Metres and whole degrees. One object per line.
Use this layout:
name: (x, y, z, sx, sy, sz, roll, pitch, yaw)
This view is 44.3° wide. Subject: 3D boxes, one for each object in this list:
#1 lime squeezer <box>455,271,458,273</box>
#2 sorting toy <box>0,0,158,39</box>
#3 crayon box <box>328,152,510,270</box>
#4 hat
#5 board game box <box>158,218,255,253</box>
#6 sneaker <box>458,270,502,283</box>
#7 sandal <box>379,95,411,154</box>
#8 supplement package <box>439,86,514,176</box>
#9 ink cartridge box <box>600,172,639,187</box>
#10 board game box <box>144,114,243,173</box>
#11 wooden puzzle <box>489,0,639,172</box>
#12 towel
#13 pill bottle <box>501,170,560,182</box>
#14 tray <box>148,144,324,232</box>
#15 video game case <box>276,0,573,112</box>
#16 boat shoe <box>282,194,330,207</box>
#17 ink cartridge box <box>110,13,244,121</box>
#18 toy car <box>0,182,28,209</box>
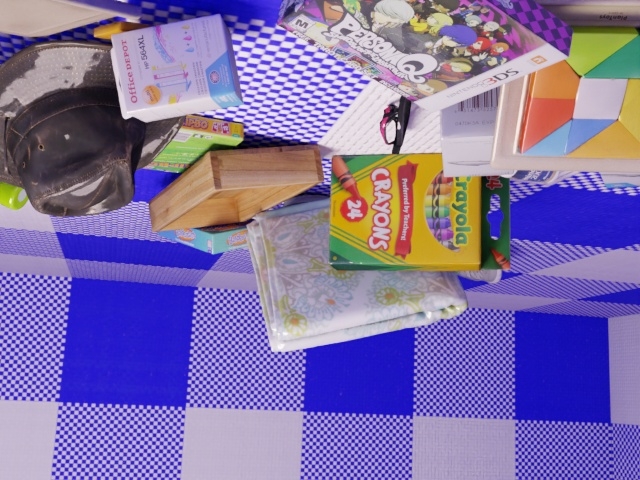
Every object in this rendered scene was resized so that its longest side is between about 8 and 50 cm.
lime squeezer: (0.234, 0.036, 2.179, 0.310, 0.059, 0.110, 22, 147, -25)
sorting toy: (-0.315, -0.253, 0.816, 0.196, 0.047, 0.347, 2, -175, 31)
crayon box: (0.177, -0.050, 1.400, 0.318, 0.202, 0.081, -1, 168, 12)
hat: (-0.314, -0.111, 1.038, 0.331, 0.134, 0.331, -15, 156, -7)
board game box: (-0.239, -0.024, 1.755, 0.160, 0.047, 0.210, -13, -160, -43)
sneaker: (0.429, 0.069, 2.196, 0.115, 0.105, 0.281, 6, 168, -8)
sandal: (0.108, -0.169, 1.168, 0.040, 0.067, 0.179, 13, 172, 3)
supplement package: (0.215, -0.160, 1.067, 0.105, 0.105, 0.179, -2, 169, 10)
ink cartridge box: (0.496, -0.136, 1.246, 0.104, 0.060, 0.180, -2, 168, 26)
board game box: (-0.234, -0.160, 1.353, 0.124, 0.039, 0.259, 6, 166, -25)
wooden puzzle: (0.317, -0.165, 0.893, 0.221, 0.044, 0.239, 2, 133, 4)
towel: (0.057, 0.049, 1.514, 0.374, 0.320, 0.090, -11, 138, -5)
pill bottle: (0.327, -0.133, 1.282, 0.120, 0.067, 0.067, 6, 168, -18)
tray: (-0.175, -0.094, 1.491, 0.203, 0.076, 0.411, -7, 173, -27)
video game case: (0.104, -0.223, 0.819, 0.232, 0.042, 0.210, 23, 160, -29)
boat shoe: (0.107, 0.014, 1.853, 0.187, 0.156, 0.500, -14, 162, 42)
ink cartridge box: (-0.170, -0.194, 0.905, 0.143, 0.092, 0.090, -11, -178, 1)
toy car: (-0.502, -0.142, 1.282, 0.155, 0.149, 0.188, 23, -169, 9)
